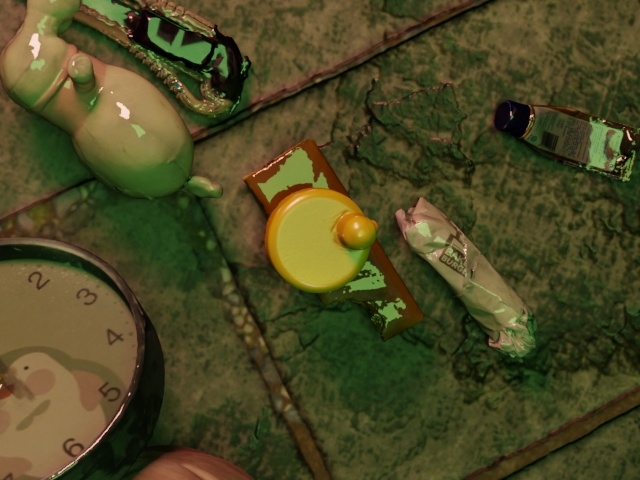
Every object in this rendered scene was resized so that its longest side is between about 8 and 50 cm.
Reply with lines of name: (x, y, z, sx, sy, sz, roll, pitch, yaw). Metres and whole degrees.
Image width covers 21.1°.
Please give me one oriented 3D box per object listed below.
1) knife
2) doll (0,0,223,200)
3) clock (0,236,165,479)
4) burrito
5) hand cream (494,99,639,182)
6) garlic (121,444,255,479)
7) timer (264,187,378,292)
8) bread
knife: (-0.232, -0.236, 1.718, 0.365, 0.043, 0.089, 28, 86, -11)
doll: (-0.216, -0.123, 1.680, 0.113, 0.155, 0.275, -46, 107, -20)
clock: (-0.306, 0.134, 1.606, 0.319, 0.319, 0.066, -28, 141, -9)
burrito: (0.157, 0.040, 1.805, 0.064, 0.064, 0.203, -41, 99, -7)
hand cream: (0.264, -0.112, 1.834, 0.163, 0.039, 0.062, 16, 88, -18)
garlic: (-0.168, 0.316, 1.636, 0.317, 0.317, 0.259, -28, 102, -9)
timer: (0.000, 0.000, 1.693, 0.107, 0.109, 0.107, -1, 96, -11)
bread: (0.013, 0.008, 1.779, 0.088, 0.049, 0.226, -33, 100, -8)
